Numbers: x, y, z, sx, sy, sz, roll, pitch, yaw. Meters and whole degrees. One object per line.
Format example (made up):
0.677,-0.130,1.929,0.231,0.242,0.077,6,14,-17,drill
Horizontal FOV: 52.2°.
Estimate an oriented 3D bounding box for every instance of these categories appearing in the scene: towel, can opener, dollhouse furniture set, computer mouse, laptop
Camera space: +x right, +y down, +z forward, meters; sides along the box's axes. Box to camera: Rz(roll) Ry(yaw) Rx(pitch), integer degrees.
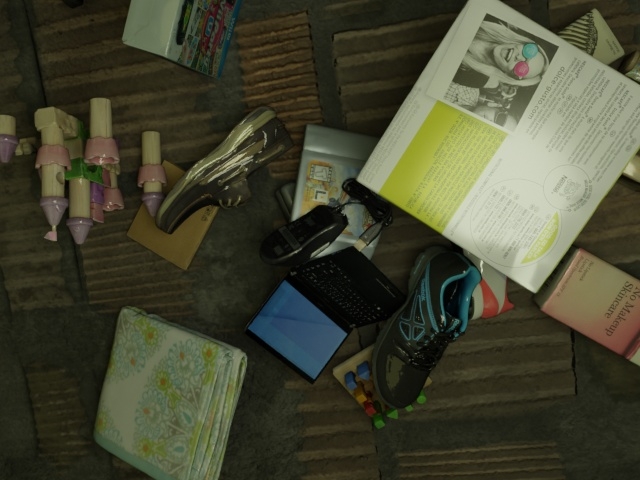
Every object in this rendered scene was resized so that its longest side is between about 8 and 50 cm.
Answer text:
-0.340,0.343,1.430,0.374,0.090,0.321,13,89,34,towel
0.000,0.000,1.429,0.095,0.076,0.283,-24,92,-21,can opener
0.645,-0.219,1.242,0.212,0.161,0.242,27,100,5,dollhouse furniture set
0.020,-0.004,1.264,0.262,0.184,0.060,-36,130,-11,computer mouse
0.024,0.161,1.340,0.264,0.137,0.234,-21,131,34,laptop

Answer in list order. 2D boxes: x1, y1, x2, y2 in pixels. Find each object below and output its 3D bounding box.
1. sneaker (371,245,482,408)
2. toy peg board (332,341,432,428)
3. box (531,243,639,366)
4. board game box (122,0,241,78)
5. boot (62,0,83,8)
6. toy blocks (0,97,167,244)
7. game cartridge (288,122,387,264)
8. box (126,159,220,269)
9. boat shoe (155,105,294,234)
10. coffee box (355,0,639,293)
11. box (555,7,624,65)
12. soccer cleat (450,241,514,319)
0.204,0.178,1.281,0.125,0.139,0.341,17,93,-26,sneaker
0.138,0.309,1.394,0.161,0.079,0.161,-34,115,11,toy peg board
0.570,0.125,1.310,0.232,0.127,0.149,29,99,5,box
-0.258,-0.458,1.289,0.097,0.303,0.224,18,99,7,board game box
-0.490,-0.699,1.388,0.260,0.131,0.348,-15,93,10,boot
-0.507,-0.112,1.358,0.309,0.288,0.260,-6,82,11,toy blocks
0.041,-0.084,1.368,0.198,0.062,0.297,9,86,-3,game cartridge
-0.329,-0.058,1.487,0.164,0.021,0.201,30,100,5,box
-0.201,-0.129,1.392,0.355,0.132,0.130,-44,94,4,boat shoe
0.300,-0.152,1.117,0.334,0.337,0.338,33,98,5,coffee box
0.442,-0.328,1.297,0.275,0.094,0.113,-34,90,11,box
0.333,0.003,1.360,0.116,0.108,0.318,-4,90,-17,soccer cleat
